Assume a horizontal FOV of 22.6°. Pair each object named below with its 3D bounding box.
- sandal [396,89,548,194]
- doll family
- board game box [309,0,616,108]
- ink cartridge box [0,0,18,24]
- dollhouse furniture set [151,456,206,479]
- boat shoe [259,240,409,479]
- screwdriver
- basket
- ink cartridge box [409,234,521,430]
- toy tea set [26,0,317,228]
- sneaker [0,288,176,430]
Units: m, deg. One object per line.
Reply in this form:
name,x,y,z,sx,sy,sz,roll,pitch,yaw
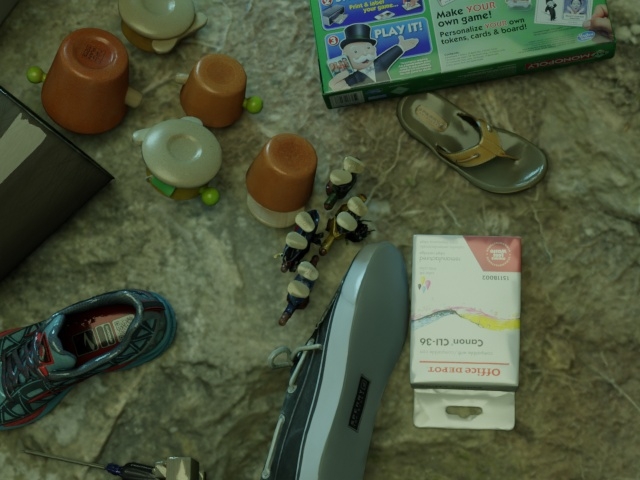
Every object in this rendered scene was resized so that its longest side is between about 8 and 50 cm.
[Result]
sandal,0.160,-0.110,1.726,0.180,0.049,0.072,33,83,11
doll family,0.000,0.000,1.693,0.076,0.111,0.193,41,77,0
board game box,0.145,-0.274,1.750,0.317,0.046,0.213,-9,70,4
ink cartridge box,-0.386,-0.377,1.741,0.197,0.198,0.270,34,84,-2
dollhouse furniture set,-0.181,0.298,1.630,0.123,0.151,0.144,-1,77,6
boat shoe,0.009,0.141,1.664,0.105,0.113,0.306,0,67,34
screwdriver,-0.241,0.239,1.717,0.170,0.024,0.025,14,51,15
basket,-0.370,-0.042,1.719,0.204,0.154,0.227,39,88,12
ink cartridge box,0.152,0.097,1.678,0.115,0.067,0.198,1,79,5
toy tea set,-0.157,-0.124,1.750,0.200,0.124,0.336,-32,72,-31
sneaker,-0.286,0.114,1.688,0.262,0.125,0.104,-28,77,0
